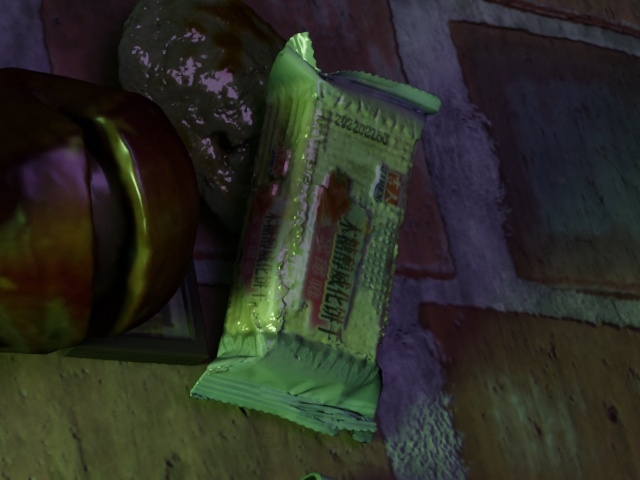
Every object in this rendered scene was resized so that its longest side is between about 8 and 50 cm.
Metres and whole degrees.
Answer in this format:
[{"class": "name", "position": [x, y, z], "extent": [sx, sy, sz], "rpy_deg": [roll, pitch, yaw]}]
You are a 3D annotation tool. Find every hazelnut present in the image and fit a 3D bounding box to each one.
[{"class": "hazelnut", "position": [-0.219, -0.017, 1.386], "extent": [0.251, 0.217, 0.217], "rpy_deg": [-10, 71, -25]}]

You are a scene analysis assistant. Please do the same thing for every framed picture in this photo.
[{"class": "framed picture", "position": [-0.160, 0.017, 1.524], "extent": [0.128, 0.023, 0.168], "rpy_deg": [7, 61, -36]}]

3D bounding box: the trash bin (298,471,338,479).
[{"class": "trash bin", "position": [0.033, 0.260, 1.507], "extent": [0.130, 0.059, 0.116], "rpy_deg": [25, 52, -27]}]

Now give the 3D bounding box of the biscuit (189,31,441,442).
[{"class": "biscuit", "position": [0.004, 0.002, 1.567], "extent": [0.186, 0.079, 0.309], "rpy_deg": [21, 75, -38]}]

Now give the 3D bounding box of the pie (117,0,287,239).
[{"class": "pie", "position": [-0.069, -0.123, 1.635], "extent": [0.248, 0.090, 0.201], "rpy_deg": [50, 40, -9]}]
